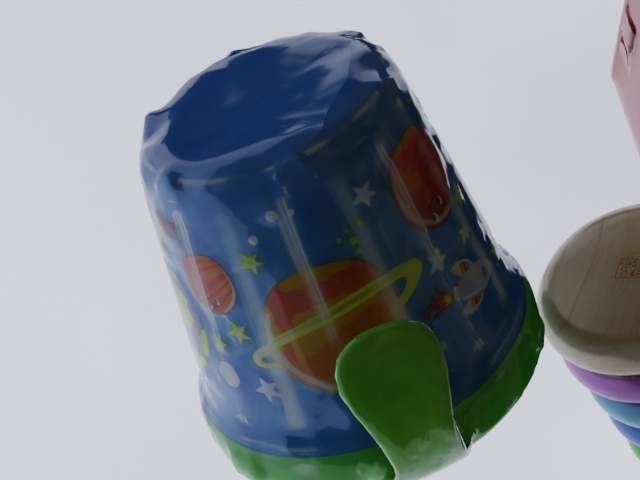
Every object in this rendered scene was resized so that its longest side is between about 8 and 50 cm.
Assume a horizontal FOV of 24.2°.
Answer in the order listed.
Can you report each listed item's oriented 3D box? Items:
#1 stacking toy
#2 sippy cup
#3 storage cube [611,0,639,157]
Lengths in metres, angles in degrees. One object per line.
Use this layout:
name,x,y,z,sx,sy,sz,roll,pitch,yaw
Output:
stacking toy,0.275,0.127,1.079,0.141,0.141,0.330,-59,-45,-29
sippy cup,0.000,0.000,0.935,0.240,0.305,0.224,-46,-51,-32
storage cube,0.336,-0.111,1.093,0.184,0.215,0.193,-12,-117,-3
